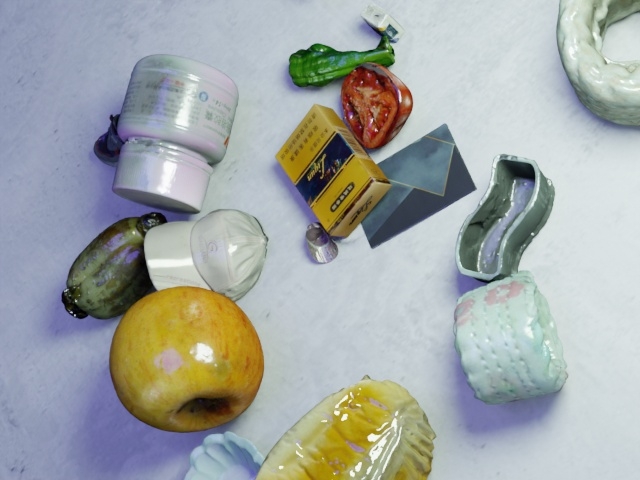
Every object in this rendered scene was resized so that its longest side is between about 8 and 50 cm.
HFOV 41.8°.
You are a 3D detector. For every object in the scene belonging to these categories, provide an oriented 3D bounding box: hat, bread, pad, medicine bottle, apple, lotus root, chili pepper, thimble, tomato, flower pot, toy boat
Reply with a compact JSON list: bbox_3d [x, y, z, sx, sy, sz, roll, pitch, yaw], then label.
[{"bbox_3d":[0.002,0.002,1.707,0.058,0.042,0.087,-35,96,21],"label":"hat"},{"bbox_3d":[0.034,0.415,1.416,0.389,0.183,0.236,-41,58,-18],"label":"bread"},{"bbox_3d":[0.174,-0.108,1.655,0.243,0.004,0.163,-31,63,20],"label":"pad"},{"bbox_3d":[-0.323,-0.227,1.834,0.241,0.241,0.301,8,80,31],"label":"medicine bottle"},{"bbox_3d":[-0.263,0.226,1.649,0.299,0.299,0.275,-29,50,20],"label":"apple"},{"bbox_3d":[-0.445,0.054,1.881,0.309,0.173,0.173,-41,60,14],"label":"lotus root"},{"bbox_3d":[0.039,-0.374,1.751,0.254,0.083,0.099,-3,32,31],"label":"chili pepper"},{"bbox_3d":[0.313,0.162,1.392,0.149,0.185,0.210,-20,60,23],"label":"thimble"},{"bbox_3d":[0.122,-0.281,1.676,0.174,0.082,0.166,61,143,27],"label":"tomato"},{"bbox_3d":[0.327,-0.030,1.483,0.103,0.108,0.229,25,91,33],"label":"flower pot"},{"bbox_3d":[-0.244,0.014,1.754,0.164,0.226,0.219,-32,63,42],"label":"hat"},{"bbox_3d":[0.545,-0.346,1.397,0.292,0.195,0.291,-6,76,25],"label":"thimble"},{"bbox_3d":[-0.148,0.511,1.609,0.199,0.100,0.290,-34,61,19],"label":"toy boat"}]

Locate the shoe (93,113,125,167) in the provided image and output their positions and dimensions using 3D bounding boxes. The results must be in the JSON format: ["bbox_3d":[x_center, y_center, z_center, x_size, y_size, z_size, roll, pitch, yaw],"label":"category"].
[{"bbox_3d":[-0.469,-0.247,1.995,0.228,0.125,0.099,-15,72,24],"label":"shoe"}]

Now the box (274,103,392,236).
[{"bbox_3d":[0.023,-0.143,1.697,0.152,0.070,0.237,-49,56,26],"label":"box"}]

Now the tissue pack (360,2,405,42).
[{"bbox_3d":[0.128,-0.448,1.730,0.062,0.083,0.042,43,100,32],"label":"tissue pack"}]
